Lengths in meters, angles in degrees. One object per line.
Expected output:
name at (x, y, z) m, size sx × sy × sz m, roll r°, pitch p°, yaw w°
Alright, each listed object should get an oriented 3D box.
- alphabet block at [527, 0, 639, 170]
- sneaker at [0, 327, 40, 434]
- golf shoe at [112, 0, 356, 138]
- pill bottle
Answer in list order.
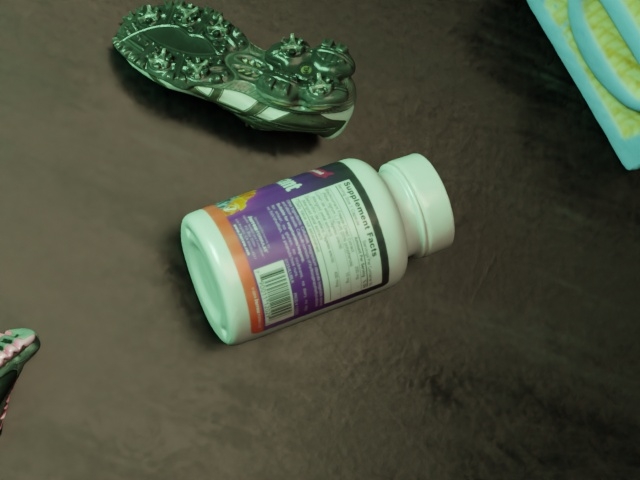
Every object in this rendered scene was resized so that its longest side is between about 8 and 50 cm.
alphabet block at (0.315, -0.195, 1.242) m, size 0.197 × 0.193 × 0.192 m, roll -31°, pitch 93°, yaw -16°
sneaker at (-0.249, 0.117, 1.143) m, size 0.119 × 0.047 × 0.057 m, roll -44°, pitch 117°, yaw -14°
golf shoe at (-0.068, -0.123, 1.199) m, size 0.198 × 0.094 × 0.077 m, roll 19°, pitch 63°, yaw 15°
pill bottle at (0.000, 0.000, 1.182) m, size 0.193 × 0.108 × 0.108 m, roll -20°, pitch 89°, yaw -16°
